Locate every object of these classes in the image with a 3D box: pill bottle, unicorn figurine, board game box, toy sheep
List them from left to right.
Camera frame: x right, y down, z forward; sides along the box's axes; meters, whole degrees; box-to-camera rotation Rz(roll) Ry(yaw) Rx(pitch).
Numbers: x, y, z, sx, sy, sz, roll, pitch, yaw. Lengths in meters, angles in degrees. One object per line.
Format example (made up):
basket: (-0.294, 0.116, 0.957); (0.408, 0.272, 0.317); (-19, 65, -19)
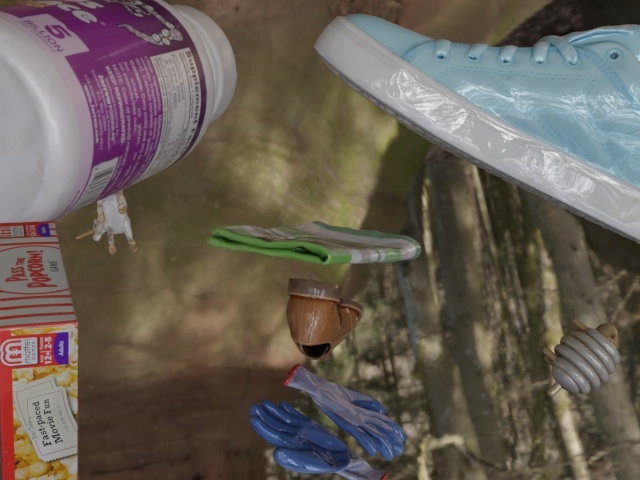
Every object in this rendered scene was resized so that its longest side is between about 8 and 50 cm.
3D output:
board game box: (-0.184, 0.104, 0.577); (0.045, 0.147, 0.194); (-2, 114, -21)
pill bottle: (-0.196, -0.125, 0.772); (0.169, 0.169, 0.301); (-23, -172, 29)
unicorn figurine: (-0.268, -0.033, 1.149); (0.060, 0.111, 0.162); (1, 127, -24)
toy sheep: (0.355, 0.163, 1.226); (0.132, 0.091, 0.091); (-45, 154, -2)

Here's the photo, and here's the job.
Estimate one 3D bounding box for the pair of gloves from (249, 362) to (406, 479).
pair of gloves: (0.010, 0.201, 0.953); (0.023, 0.159, 0.198); (-63, 170, 21)

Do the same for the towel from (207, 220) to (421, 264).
towel: (0.000, 0.000, 0.705); (0.113, 0.023, 0.152); (7, -176, 30)

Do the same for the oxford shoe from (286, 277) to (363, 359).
oxford shoe: (-0.002, 0.091, 0.965); (0.076, 0.076, 0.212); (6, 171, 13)

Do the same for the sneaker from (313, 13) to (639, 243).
sneaker: (0.180, -0.115, 0.710); (0.365, 0.150, 0.135); (26, -174, -2)
